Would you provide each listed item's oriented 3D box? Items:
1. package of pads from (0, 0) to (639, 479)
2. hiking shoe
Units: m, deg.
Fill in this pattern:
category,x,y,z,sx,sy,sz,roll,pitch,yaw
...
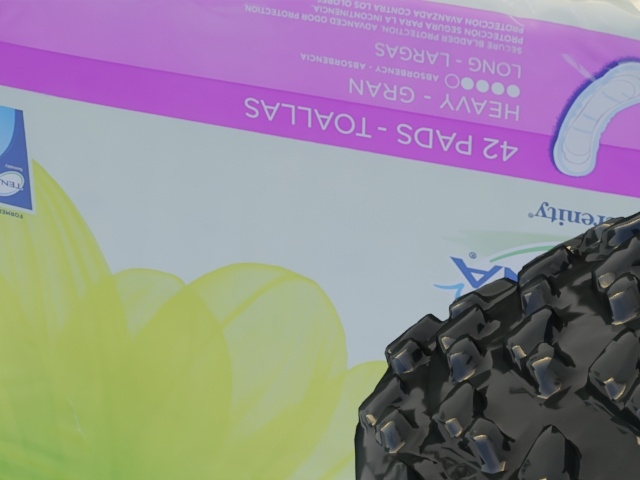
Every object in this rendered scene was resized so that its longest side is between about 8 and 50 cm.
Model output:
category,x,y,z,sx,sy,sz,roll,pitch,yaw
package of pads,0.000,0.000,0.620,0.296,0.101,0.229,11,120,20
hiking shoe,0.095,0.096,0.313,0.113,0.304,0.132,-27,118,-9
